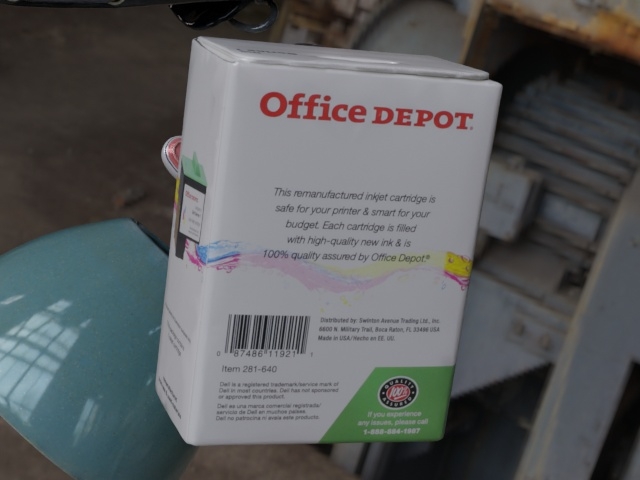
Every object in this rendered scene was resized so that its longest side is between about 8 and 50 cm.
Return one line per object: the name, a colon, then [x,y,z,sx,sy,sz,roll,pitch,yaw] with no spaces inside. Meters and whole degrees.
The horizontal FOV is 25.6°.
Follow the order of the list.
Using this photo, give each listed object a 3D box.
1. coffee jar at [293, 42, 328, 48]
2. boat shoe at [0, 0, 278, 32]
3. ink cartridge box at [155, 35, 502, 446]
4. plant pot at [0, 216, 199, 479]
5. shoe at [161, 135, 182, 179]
coffee jar: [0.001,-0.135,1.558,0.079,0.096,0.184,3,42,-25]
boat shoe: [-0.078,-0.257,1.089,0.500,0.156,0.187,-9,50,-41]
ink cartridge box: [0.000,0.000,1.025,0.201,0.278,0.117,2,16,-21]
plant pot: [-0.200,0.092,1.350,0.290,0.195,0.290,42,-1,1]
shoe: [-0.111,-0.083,1.754,0.178,0.063,0.081,31,-20,-11]
